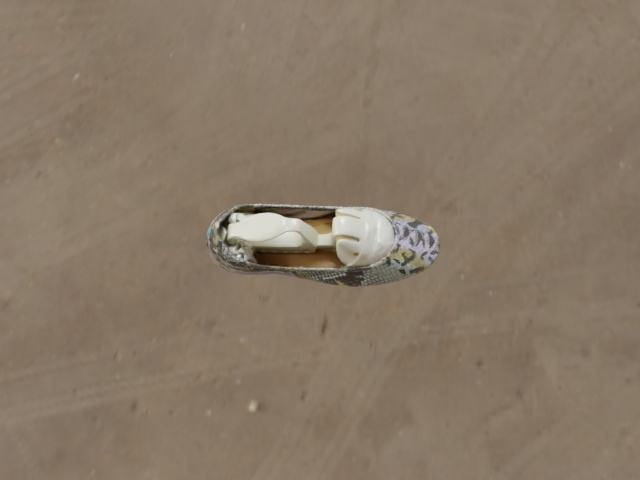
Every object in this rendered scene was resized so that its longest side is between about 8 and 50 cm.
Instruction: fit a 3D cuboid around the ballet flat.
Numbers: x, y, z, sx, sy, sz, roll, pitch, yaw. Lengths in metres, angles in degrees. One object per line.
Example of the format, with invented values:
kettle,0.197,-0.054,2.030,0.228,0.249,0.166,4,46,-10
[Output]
ballet flat,0.000,0.000,0.715,0.114,0.041,0.041,1,115,6
